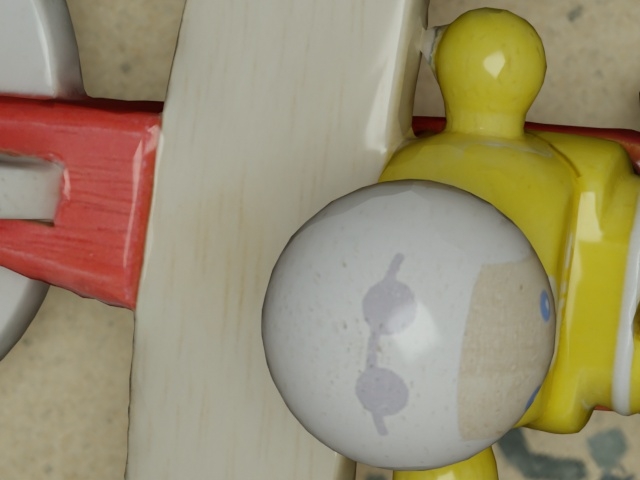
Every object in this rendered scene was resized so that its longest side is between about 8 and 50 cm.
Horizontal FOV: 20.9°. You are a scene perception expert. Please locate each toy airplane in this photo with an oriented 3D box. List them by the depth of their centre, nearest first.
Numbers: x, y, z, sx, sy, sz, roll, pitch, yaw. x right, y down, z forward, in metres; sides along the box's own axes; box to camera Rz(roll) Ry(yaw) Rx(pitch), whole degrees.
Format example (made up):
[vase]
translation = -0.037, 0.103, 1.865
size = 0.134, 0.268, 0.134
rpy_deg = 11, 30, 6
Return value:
[toy airplane]
translation = 0.000, 0.000, 0.599
size = 0.384, 0.272, 0.386
rpy_deg = -35, 99, 5
